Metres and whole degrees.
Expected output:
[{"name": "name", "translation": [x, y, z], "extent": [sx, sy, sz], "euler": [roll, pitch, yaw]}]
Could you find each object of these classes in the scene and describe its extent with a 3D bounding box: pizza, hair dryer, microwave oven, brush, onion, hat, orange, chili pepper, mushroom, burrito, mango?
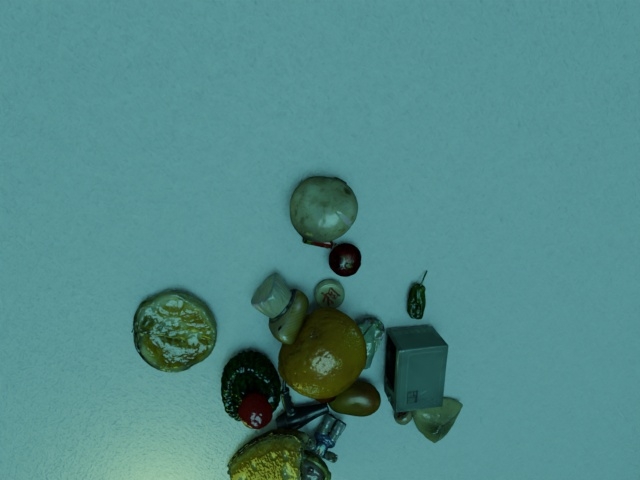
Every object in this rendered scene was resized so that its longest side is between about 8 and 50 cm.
[{"name": "pizza", "translation": [-0.175, 0.921, 1.817], "extent": [0.080, 0.435, 0.391], "euler": [15, 102, -56]}, {"name": "hair dryer", "translation": [-0.097, 0.665, 1.851], "extent": [0.236, 0.091, 0.271], "euler": [-19, 119, -3]}, {"name": "microwave oven", "translation": [0.383, 0.522, 1.849], "extent": [0.238, 0.181, 0.294], "euler": [-4, 109, -10]}, {"name": "brush", "translation": [-0.151, 0.255, 1.630], "extent": [0.166, 0.266, 0.174], "euler": [40, 108, -20]}, {"name": "onion", "translation": [0.093, 0.075, 1.688], "extent": [0.131, 0.131, 0.131], "euler": [-3, 109, -8]}, {"name": "hat", "translation": [-0.265, 0.597, 1.689], "extent": [0.242, 0.332, 0.274], "euler": [-26, 108, -2]}, {"name": "orange", "translation": [0.015, 0.424, 1.665], "extent": [0.293, 0.340, 0.340], "euler": [44, 97, -6]}, {"name": "chili pepper", "translation": [0.392, 0.227, 1.814], "extent": [0.072, 0.073, 0.203], "euler": [4, 107, 4]}, {"name": "mushroom", "translation": [0.014, -0.114, 1.575], "extent": [0.255, 0.254, 0.184], "euler": [-21, 153, -2]}, {"name": "burrito", "translation": [0.176, 0.417, 1.832], "extent": [0.144, 0.089, 0.228], "euler": [13, 107, -28]}, {"name": "mango", "translation": [0.145, 0.667, 1.891], "extent": [0.221, 0.120, 0.151], "euler": [7, 107, -5]}]

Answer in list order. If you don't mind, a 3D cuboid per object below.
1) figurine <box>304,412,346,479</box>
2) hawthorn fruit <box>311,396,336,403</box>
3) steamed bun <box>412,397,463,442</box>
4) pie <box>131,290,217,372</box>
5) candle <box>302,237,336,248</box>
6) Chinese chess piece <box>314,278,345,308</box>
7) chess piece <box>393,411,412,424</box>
[{"name": "figurine", "translation": [-0.012, 0.942, 1.930], "extent": [0.382, 0.205, 0.224], "euler": [-44, 86, -7]}, {"name": "hawthorn fruit", "translation": [0.017, 0.576, 1.832], "extent": [0.148, 0.148, 0.171], "euler": [33, 85, -18]}, {"name": "steamed bun", "translation": [0.506, 0.804, 2.004], "extent": [0.213, 0.110, 0.231], "euler": [23, 100, -15]}, {"name": "pie", "translation": [-0.552, 0.344, 1.695], "extent": [0.340, 0.077, 0.338], "euler": [-2, 105, -9]}, {"name": "candle", "translation": [0.000, 0.000, 1.681], "extent": [0.131, 0.052, 0.051], "euler": [13, 106, -15]}, {"name": "Chinese chess piece", "translation": [0.036, 0.212, 1.757], "extent": [0.122, 0.051, 0.121], "euler": [-3, 109, -8]}, {"name": "chess piece", "translation": [0.365, 0.773, 1.981], "extent": [0.084, 0.083, 0.038], "euler": [-32, 110, 2]}]
